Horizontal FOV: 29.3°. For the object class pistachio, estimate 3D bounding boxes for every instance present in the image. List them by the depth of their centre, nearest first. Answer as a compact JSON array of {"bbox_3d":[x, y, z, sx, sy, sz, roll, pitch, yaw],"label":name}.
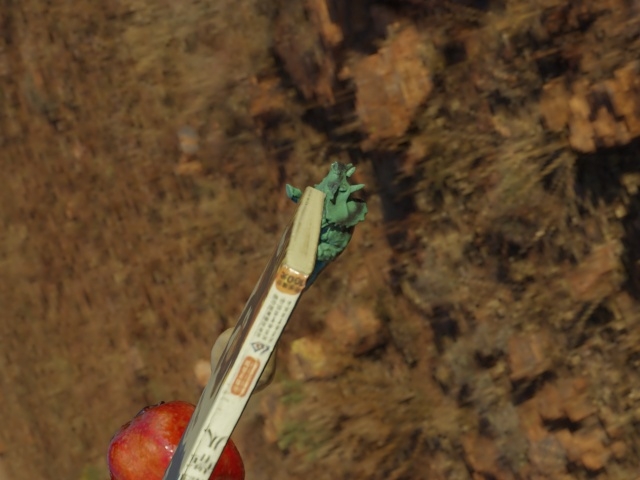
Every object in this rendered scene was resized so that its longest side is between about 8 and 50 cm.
[{"bbox_3d":[-0.137,0.221,2.249,0.226,0.136,0.136,116,131,-73],"label":"pistachio"}]

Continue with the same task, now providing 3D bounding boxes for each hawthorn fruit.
[{"bbox_3d":[-0.209,0.356,1.856,0.251,0.189,0.189,42,148,24],"label":"hawthorn fruit"}]

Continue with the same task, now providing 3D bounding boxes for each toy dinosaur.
[{"bbox_3d":[-0.015,-0.001,1.781,0.292,0.120,0.079,-60,41,35],"label":"toy dinosaur"}]

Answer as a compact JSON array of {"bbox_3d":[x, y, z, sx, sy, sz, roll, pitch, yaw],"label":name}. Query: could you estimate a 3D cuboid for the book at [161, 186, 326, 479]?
[{"bbox_3d":[-0.103,0.164,1.351,0.300,0.039,0.428,-81,17,-72],"label":"book"}]
